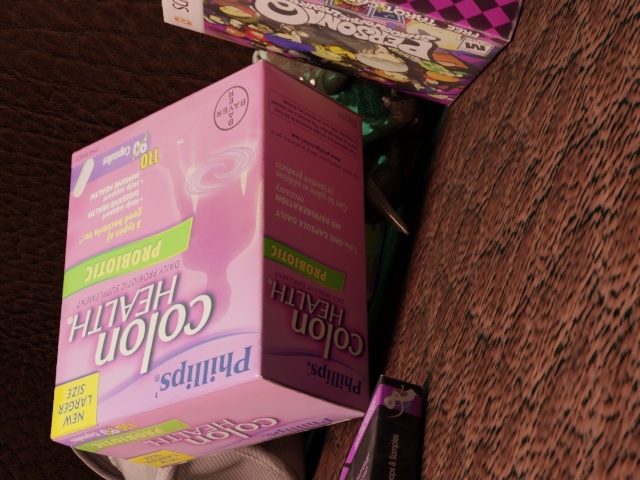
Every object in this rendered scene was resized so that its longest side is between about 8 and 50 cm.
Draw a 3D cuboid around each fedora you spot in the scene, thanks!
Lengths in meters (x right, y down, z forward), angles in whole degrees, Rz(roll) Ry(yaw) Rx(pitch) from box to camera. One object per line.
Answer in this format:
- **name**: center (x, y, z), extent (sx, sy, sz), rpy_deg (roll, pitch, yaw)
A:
- **fedora**: center (-0.099, 0.178, 1.148), extent (0.275, 0.244, 0.124), rpy_deg (78, 173, -49)

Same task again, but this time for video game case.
- **video game case**: center (0.003, -0.160, 0.889), extent (0.210, 0.232, 0.041), rpy_deg (138, 148, -83)

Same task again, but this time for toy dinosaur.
- **toy dinosaur**: center (0.044, -0.090, 1.090), extent (0.313, 0.121, 0.160), rpy_deg (-119, 32, -42)

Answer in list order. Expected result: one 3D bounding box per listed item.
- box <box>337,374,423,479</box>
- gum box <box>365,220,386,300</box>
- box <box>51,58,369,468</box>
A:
- **box**: center (0.019, 0.163, 0.666), extent (0.162, 0.029, 0.116), rpy_deg (-80, 8, -58)
- **gum box**: center (0.000, 0.000, 1.196), extent (0.188, 0.107, 0.062), rpy_deg (-76, 5, -53)
- **box**: center (-0.083, 0.025, 0.968), extent (0.214, 0.117, 0.243), rpy_deg (-20, 60, 36)
